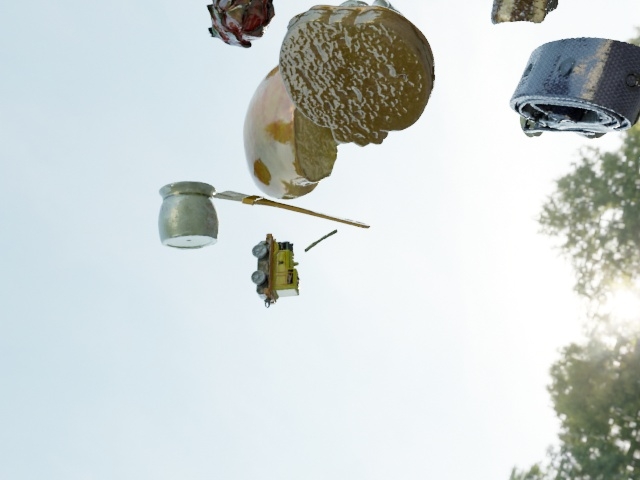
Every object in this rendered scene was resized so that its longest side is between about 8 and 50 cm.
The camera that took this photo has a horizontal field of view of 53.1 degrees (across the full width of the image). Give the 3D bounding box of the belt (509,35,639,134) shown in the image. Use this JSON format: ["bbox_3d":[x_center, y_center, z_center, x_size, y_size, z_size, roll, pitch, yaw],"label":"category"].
[{"bbox_3d":[0.384,-0.220,0.964,0.139,0.230,0.126,23,-88,-21],"label":"belt"}]

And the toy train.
[{"bbox_3d":[-0.117,0.076,1.712,0.089,0.127,0.219,76,-168,-62],"label":"toy train"}]

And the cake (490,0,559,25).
[{"bbox_3d":[0.404,-0.508,1.264,0.246,0.112,0.135,-44,-46,-54],"label":"cake"}]

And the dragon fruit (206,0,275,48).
[{"bbox_3d":[-0.205,-0.594,1.658,0.182,0.188,0.182,2,-100,-9],"label":"dragon fruit"}]

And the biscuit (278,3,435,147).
[{"bbox_3d":[0.041,-0.174,0.674,0.170,0.170,0.050,61,-137,-38],"label":"biscuit"}]

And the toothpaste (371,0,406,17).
[{"bbox_3d":[0.217,-0.711,2.009,0.100,0.323,0.066,17,-66,-14],"label":"toothpaste"}]

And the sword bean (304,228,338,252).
[{"bbox_3d":[0.000,0.000,1.330,0.083,0.012,0.012,-32,-50,3],"label":"sword bean"}]

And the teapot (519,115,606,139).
[{"bbox_3d":[0.718,-0.374,1.868,0.183,0.251,0.184,3,-94,-40],"label":"teapot"}]

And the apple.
[{"bbox_3d":[-0.057,-0.259,1.476,0.252,0.314,0.309,34,-124,-8],"label":"apple"}]

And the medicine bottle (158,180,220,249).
[{"bbox_3d":[-0.319,-0.061,1.548,0.147,0.147,0.143,10,-111,-48],"label":"medicine bottle"}]

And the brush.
[{"bbox_3d":[-0.046,-0.054,1.114,0.103,0.272,0.013,-50,-27,-80],"label":"brush"}]

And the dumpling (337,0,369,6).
[{"bbox_3d":[0.101,-0.628,1.815,0.127,0.188,0.108,-18,-102,-7],"label":"dumpling"}]
